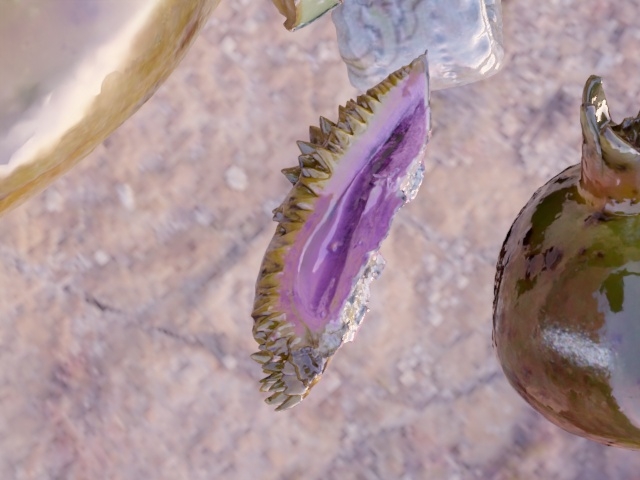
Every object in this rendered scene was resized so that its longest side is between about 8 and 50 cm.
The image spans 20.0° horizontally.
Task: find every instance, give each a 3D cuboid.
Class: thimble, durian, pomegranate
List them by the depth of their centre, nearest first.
[{"bbox_3d":[0.200,0.023,1.094,0.198,0.198,0.246,-27,153,-14],"label":"pomegranate"},{"bbox_3d":[0.001,0.001,1.577,0.112,0.191,0.341,24,64,-6],"label":"durian"},{"bbox_3d":[0.116,-0.332,2.233,0.195,0.291,0.291,-7,123,11],"label":"thimble"}]

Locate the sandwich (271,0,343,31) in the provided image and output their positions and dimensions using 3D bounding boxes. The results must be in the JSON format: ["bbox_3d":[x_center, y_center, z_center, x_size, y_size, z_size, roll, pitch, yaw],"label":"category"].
[{"bbox_3d":[0.020,-0.209,0.885,0.117,0.144,0.187,-36,112,-27],"label":"sandwich"}]

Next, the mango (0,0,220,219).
[{"bbox_3d":[-0.115,-0.114,0.654,0.176,0.176,0.329,96,19,-45],"label":"mango"}]
